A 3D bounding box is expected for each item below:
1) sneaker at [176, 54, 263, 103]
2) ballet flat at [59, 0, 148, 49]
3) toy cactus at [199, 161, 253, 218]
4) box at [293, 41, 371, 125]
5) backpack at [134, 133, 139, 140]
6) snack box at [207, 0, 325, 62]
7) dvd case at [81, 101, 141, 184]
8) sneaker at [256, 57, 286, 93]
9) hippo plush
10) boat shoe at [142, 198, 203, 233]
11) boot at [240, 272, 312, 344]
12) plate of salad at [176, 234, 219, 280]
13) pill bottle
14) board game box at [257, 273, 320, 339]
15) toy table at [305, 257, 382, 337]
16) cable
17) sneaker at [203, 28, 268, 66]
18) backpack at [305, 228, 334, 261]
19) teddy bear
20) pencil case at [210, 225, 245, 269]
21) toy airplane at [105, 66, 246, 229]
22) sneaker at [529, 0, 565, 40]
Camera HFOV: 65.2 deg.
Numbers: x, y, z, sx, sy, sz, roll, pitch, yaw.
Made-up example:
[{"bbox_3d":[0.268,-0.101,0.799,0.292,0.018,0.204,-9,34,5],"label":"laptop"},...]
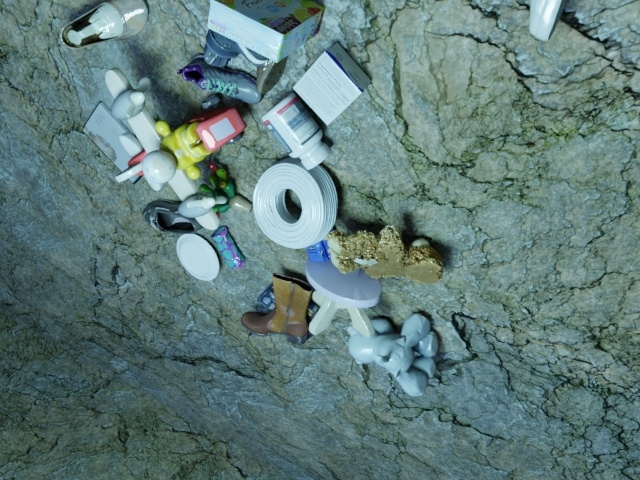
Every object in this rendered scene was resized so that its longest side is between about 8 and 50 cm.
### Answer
[{"bbox_3d":[-0.263,-0.406,1.318,0.223,0.098,0.083,26,136,10],"label":"sneaker"},{"bbox_3d":[-0.599,-0.583,1.367,0.315,0.106,0.108,-5,123,34],"label":"ballet flat"},{"bbox_3d":[-0.305,-0.134,1.589,0.180,0.112,0.219,24,128,-2],"label":"toy cactus"},{"bbox_3d":[0.028,-0.370,1.189,0.126,0.072,0.137,46,136,-10],"label":"box"},{"bbox_3d":[-0.516,-0.308,1.567,0.104,0.084,0.114,-3,129,29],"label":"backpack"},{"bbox_3d":[-0.113,-0.482,1.081,0.174,0.207,0.070,29,135,7],"label":"snack box"},{"bbox_3d":[-0.688,-0.324,1.705,0.180,0.022,0.253,-28,109,43],"label":"dvd case"},{"bbox_3d":[-0.126,-0.454,1.232,0.071,0.066,0.188,45,133,15],"label":"sneaker"},{"bbox_3d":[0.209,0.365,1.581,0.236,0.294,0.235,0,114,45],"label":"hippo plush"},{"bbox_3d":[-0.529,-0.077,1.766,0.335,0.095,0.112,0,126,31],"label":"boat shoe"},{"bbox_3d":[-0.161,0.230,1.742,0.264,0.096,0.281,19,133,17],"label":"boot"},{"bbox_3d":[-0.454,0.060,1.874,0.199,0.048,0.200,14,122,24],"label":"plate of salad"},{"bbox_3d":[-0.058,-0.278,1.296,0.108,0.108,0.180,-23,112,42],"label":"pill bottle"},{"bbox_3d":[-0.097,0.246,1.817,0.243,0.042,0.165,39,137,-4],"label":"board game box"},{"bbox_3d":[0.066,0.168,1.526,0.274,0.252,0.161,43,141,47],"label":"toy table"},{"bbox_3d":[-0.075,-0.106,1.419,0.257,0.089,0.257,28,118,26],"label":"cable"},{"bbox_3d":[-0.204,-0.457,1.201,0.163,0.086,0.226,-52,57,44],"label":"sneaker"},{"bbox_3d":[0.000,0.000,1.506,0.097,0.101,0.120,-3,119,27],"label":"backpack"},{"bbox_3d":[0.173,0.032,1.396,0.337,0.113,0.245,-2,141,27],"label":"teddy bear"},{"bbox_3d":[-0.323,0.027,1.751,0.070,0.064,0.152,17,140,54],"label":"pencil case"},{"bbox_3d":[-0.425,-0.235,1.376,0.385,0.272,0.385,20,123,-3],"label":"toy airplane"},{"bbox_3d":[0.358,-0.505,0.856,0.169,0.108,0.293,16,123,22],"label":"sneaker"}]
